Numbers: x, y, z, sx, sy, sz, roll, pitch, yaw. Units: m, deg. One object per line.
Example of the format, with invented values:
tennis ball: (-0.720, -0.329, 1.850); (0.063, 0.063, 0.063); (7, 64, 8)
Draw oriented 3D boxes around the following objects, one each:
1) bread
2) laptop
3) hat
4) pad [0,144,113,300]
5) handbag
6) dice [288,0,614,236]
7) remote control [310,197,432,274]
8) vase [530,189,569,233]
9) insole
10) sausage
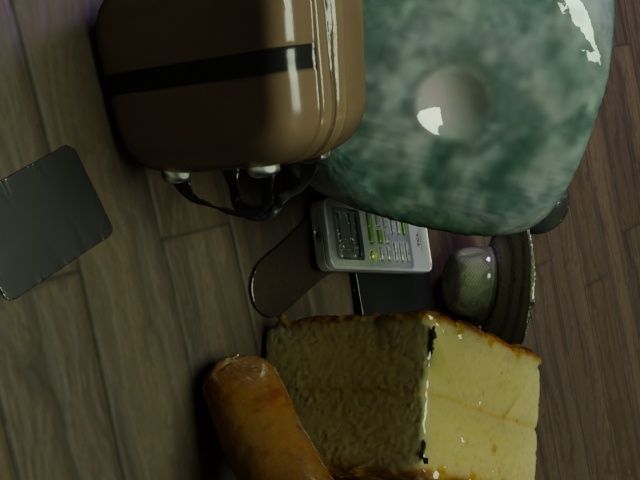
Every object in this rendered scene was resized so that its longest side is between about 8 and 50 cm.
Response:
bread: (0.101, 0.216, 1.242); (0.279, 0.279, 0.207); (26, 63, -49)
laptop: (0.112, 0.083, 1.473); (0.197, 0.016, 0.135); (-6, 88, -52)
hat: (0.248, 0.070, 1.553); (0.110, 0.252, 0.251); (6, 77, -7)
pad: (-0.289, -0.022, 1.011); (0.157, 0.003, 0.112); (-40, 116, -45)
handbag: (-0.092, -0.156, 1.045); (0.149, 0.302, 0.283); (-22, 108, -47)
dice: (0.149, -0.215, 1.221); (0.348, 0.331, 0.327); (-87, -169, -71)
remote control: (0.078, -0.003, 1.413); (0.250, 0.034, 0.103); (5, 74, -50)
vase: (0.401, -0.071, 1.777); (0.183, 0.120, 0.120); (-1, 85, -65)
insole: (0.000, 0.000, 1.355); (0.328, 0.007, 0.111); (-45, 118, -44)
sausage: (-0.050, 0.244, 1.105); (0.109, 0.109, 0.270); (17, 33, -48)
